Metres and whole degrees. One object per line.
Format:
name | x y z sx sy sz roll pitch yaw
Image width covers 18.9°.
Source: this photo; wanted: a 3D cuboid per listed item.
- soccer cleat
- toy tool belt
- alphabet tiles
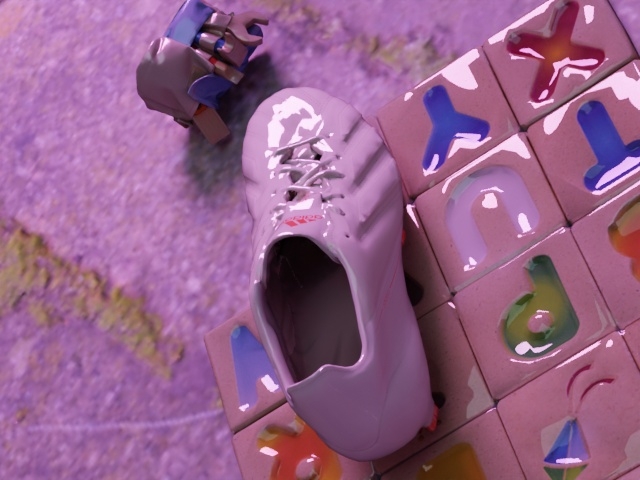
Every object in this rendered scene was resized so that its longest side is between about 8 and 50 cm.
soccer cleat | 0.000 0.000 0.784 0.068 0.076 0.196 -30 48 17
toy tool belt | -0.048 -0.090 0.919 0.051 0.052 0.083 30 84 12
alphabet tiles | 0.093 0.051 0.745 0.285 0.011 0.342 -32 48 14
